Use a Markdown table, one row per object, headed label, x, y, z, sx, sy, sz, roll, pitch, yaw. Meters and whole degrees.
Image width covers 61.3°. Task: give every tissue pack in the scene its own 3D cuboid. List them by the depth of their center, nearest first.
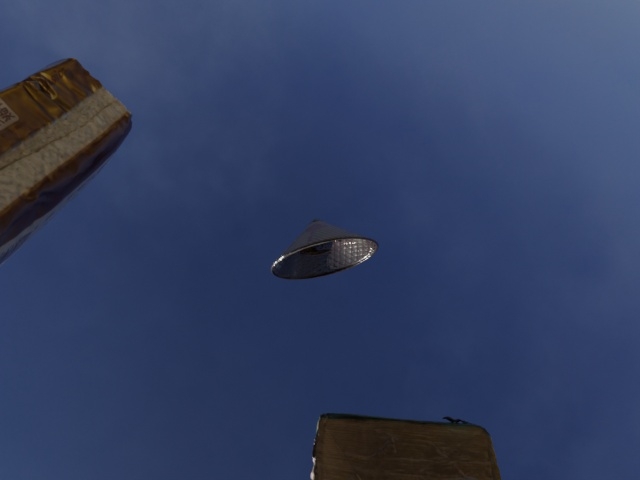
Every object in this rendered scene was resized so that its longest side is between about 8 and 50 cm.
| label | x | y | z | sx | sy | sz | roll | pitch | yaw |
| --- | --- | --- | --- | --- | --- | --- | --- | --- | --- |
| tissue pack | -0.255 | -0.023 | 0.392 | 0.092 | 0.183 | 0.226 | 47 | -150 | -22 |
| tissue pack | 0.075 | 0.334 | 0.581 | 0.192 | 0.270 | 0.134 | 5 | -154 | 1 |

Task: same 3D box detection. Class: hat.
| label | x | y | z | sx | sy | sz | roll | pitch | yaw |
| --- | --- | --- | --- | --- | --- | --- | --- | --- | --- |
| hat | 0.000 | 0.000 | 0.947 | 0.193 | 0.193 | 0.082 | -1 | -114 | -30 |
